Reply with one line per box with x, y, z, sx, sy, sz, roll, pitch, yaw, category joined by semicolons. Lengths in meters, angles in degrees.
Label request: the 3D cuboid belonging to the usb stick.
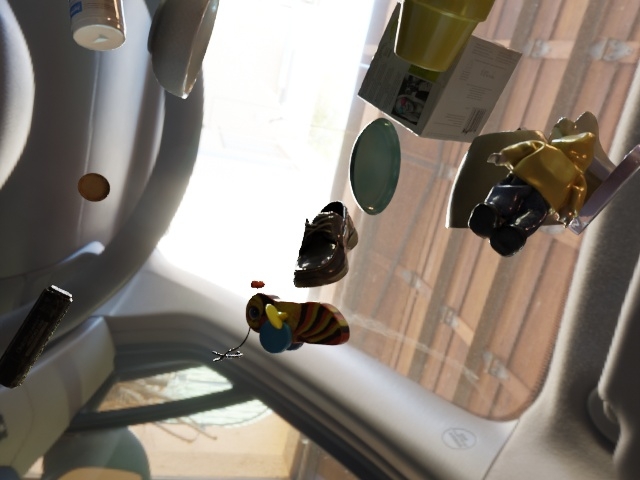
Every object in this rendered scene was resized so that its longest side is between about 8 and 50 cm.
-0.739;0.248;1.374;0.278;0.077;0.045;-60;-166;-4;usb stick

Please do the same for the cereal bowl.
-0.409;-0.601;1.565;0.339;0.141;0.339;-159;-90;-79;cereal bowl

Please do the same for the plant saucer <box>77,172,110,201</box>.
-0.622;-0.148;1.475;0.015;0.083;0.083;-123;-136;-62;plant saucer

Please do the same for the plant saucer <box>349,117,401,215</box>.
0.176;-0.242;1.761;0.044;0.317;0.317;10;-88;33;plant saucer

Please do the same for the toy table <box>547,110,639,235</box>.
0.524;-0.136;1.085;0.161;0.252;0.274;43;-19;21;toy table

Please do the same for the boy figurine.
0.377;-0.104;0.935;0.285;0.177;0.092;-42;164;-24;boy figurine

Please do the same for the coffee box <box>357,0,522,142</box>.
0.398;-0.563;1.830;0.334;0.338;0.338;43;-58;35;coffee box

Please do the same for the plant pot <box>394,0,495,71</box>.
0.321;-0.612;1.482;0.254;0.254;0.239;-103;-153;-53;plant pot

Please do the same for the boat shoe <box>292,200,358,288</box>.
0.000;0.000;1.258;0.355;0.132;0.130;-63;140;-67;boat shoe

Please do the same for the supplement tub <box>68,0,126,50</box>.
-0.307;-0.325;0.733;0.071;0.071;0.107;145;-63;-69;supplement tub

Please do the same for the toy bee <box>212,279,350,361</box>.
-0.095;0.156;1.117;0.195;0.298;0.162;87;-4;-81;toy bee

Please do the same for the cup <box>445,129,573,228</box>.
0.492;-0.157;1.393;0.331;0.331;0.237;-171;-102;-75;cup

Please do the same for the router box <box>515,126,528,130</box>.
0.566;-0.288;1.573;0.092;0.122;0.038;-40;-99;30;router box
